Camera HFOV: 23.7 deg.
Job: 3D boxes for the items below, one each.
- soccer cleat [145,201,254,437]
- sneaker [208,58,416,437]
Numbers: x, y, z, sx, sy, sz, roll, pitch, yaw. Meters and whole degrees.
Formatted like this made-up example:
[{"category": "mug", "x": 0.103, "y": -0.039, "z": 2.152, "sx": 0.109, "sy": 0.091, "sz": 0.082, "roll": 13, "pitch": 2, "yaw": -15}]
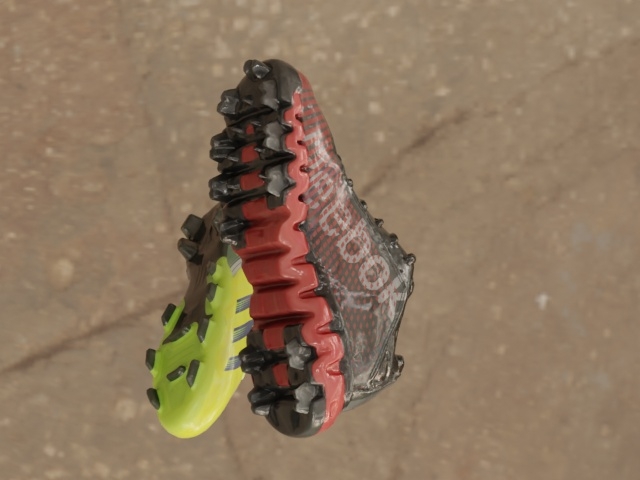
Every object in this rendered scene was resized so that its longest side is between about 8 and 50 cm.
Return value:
[{"category": "soccer cleat", "x": -0.073, "y": 0.069, "z": 1.316, "sx": 0.121, "sy": 0.093, "sz": 0.289, "roll": 41, "pitch": 30, "yaw": -22}, {"category": "sneaker", "x": 0.000, "y": 0.000, "z": 1.129, "sx": 0.135, "sy": 0.097, "sz": 0.276, "roll": -11, "pitch": 92, "yaw": -35}]
